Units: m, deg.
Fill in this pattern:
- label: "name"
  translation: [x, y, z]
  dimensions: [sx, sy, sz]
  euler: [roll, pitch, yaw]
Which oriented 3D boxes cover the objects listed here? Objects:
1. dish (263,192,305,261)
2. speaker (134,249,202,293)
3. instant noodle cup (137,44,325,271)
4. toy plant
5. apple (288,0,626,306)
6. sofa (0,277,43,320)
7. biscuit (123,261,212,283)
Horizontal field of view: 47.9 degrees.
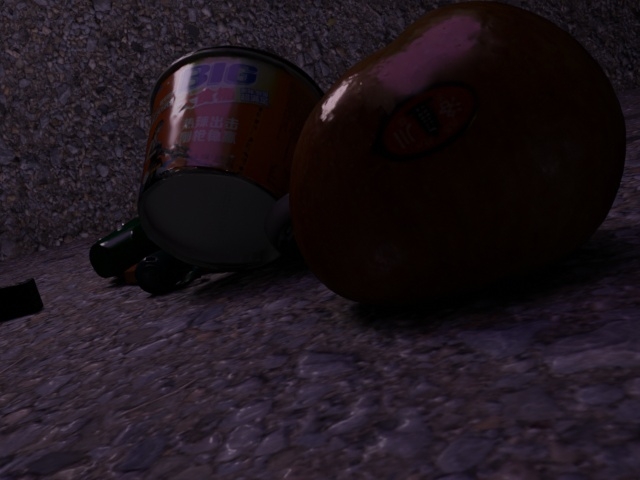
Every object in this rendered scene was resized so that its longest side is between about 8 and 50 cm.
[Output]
- label: "dish"
  translation: [0.000, 0.000, 0.948]
  dimensions: [0.141, 0.078, 0.141]
  euler: [-9, -37, -7]
- label: "speaker"
  translation: [-0.232, 0.054, 1.112]
  dimensions: [0.095, 0.060, 0.075]
  euler: [22, 14, 6]
- label: "instant noodle cup"
  translation: [-0.132, -0.104, 1.054]
  dimensions: [0.297, 0.296, 0.213]
  euler: [-12, 49, 22]
- label: "toy plant"
  translation: [-0.324, -0.003, 1.387]
  dimensions: [0.243, 0.112, 0.232]
  euler: [-31, -2, -16]
- label: "apple"
  translation: [0.114, -0.081, 0.674]
  dimensions: [0.310, 0.249, 0.277]
  euler: [-19, 9, -8]
- label: "sofa"
  translation: [-0.557, 0.109, 1.265]
  dimensions: [0.118, 0.060, 0.039]
  euler: [-15, 12, 2]
- label: "biscuit"
  translation: [-0.204, 0.022, 1.263]
  dimensions: [0.307, 0.043, 0.284]
  euler: [-14, 8, 6]
